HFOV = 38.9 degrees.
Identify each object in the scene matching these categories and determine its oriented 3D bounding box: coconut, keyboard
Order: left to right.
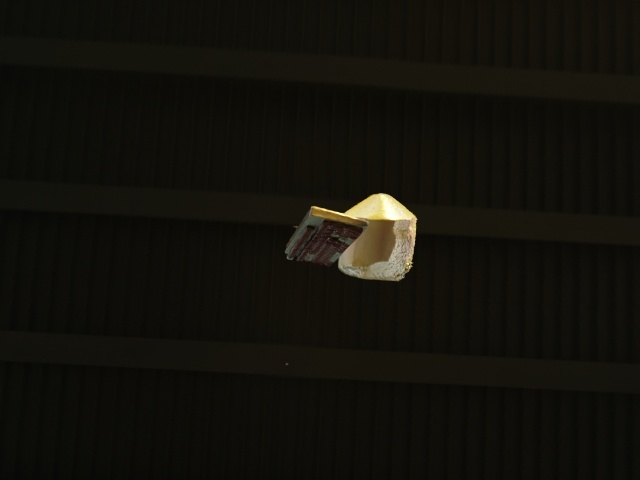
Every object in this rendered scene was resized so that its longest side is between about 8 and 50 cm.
[{"bbox_3d":[0.000,0.000,0.835,0.055,0.166,0.017,16,-104,-6],"label":"keyboard"},{"bbox_3d":[0.084,-0.007,1.318,0.116,0.116,0.122,5,-83,-1],"label":"coconut"}]
